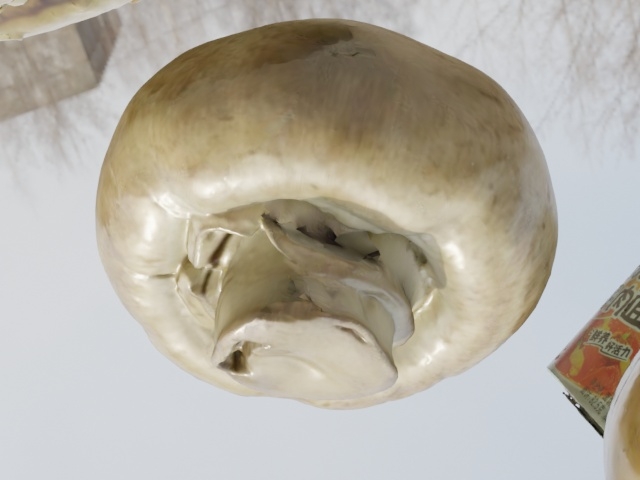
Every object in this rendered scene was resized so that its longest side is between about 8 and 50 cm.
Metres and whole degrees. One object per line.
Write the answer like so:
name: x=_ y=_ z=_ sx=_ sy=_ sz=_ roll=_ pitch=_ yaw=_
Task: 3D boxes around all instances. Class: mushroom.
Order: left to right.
mushroom: x=0.000 y=0.000 z=0.398 sx=0.166 sy=0.166 sz=0.127 roll=-8 pitch=-129 yaw=25

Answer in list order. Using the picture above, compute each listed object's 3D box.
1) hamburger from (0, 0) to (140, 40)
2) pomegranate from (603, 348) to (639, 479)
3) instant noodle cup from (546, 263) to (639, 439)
hamburger: x=-0.074 y=-0.303 z=0.488 sx=0.287 sy=0.445 sz=0.268 roll=2 pitch=-176 yaw=6
pomegranate: x=0.327 y=0.143 z=0.601 sx=0.343 sy=0.342 sz=0.342 roll=-15 pitch=-159 yaw=6
instant noodle cup: x=0.326 y=0.116 z=0.895 sx=0.200 sy=0.264 sz=0.264 roll=-43 pitch=-159 yaw=5
